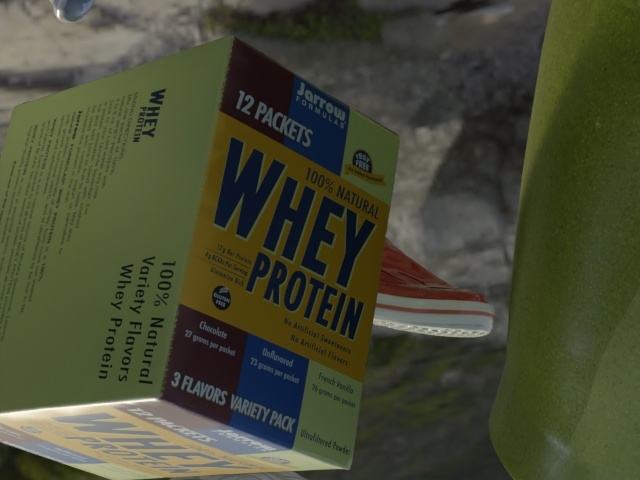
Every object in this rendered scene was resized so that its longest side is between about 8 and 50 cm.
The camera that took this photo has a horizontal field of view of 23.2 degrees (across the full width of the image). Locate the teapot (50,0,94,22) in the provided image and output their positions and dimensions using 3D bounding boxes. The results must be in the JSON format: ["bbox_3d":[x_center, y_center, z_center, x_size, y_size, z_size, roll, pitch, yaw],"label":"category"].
[{"bbox_3d":[-0.177,-0.243,0.851,0.187,0.256,0.252,16,175,-16],"label":"teapot"}]

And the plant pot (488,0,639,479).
[{"bbox_3d":[0.257,-0.005,0.845,0.366,0.366,0.353,4,112,-36],"label":"plant pot"}]

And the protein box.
[{"bbox_3d":[-0.084,0.020,0.872,0.201,0.200,0.136,-11,152,44],"label":"protein box"}]

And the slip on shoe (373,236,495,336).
[{"bbox_3d":[0.000,0.000,1.309,0.331,0.101,0.123,23,-177,28],"label":"slip on shoe"}]

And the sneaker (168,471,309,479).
[{"bbox_3d":[-0.065,0.265,1.582,0.190,0.083,0.071,9,119,8],"label":"sneaker"}]
